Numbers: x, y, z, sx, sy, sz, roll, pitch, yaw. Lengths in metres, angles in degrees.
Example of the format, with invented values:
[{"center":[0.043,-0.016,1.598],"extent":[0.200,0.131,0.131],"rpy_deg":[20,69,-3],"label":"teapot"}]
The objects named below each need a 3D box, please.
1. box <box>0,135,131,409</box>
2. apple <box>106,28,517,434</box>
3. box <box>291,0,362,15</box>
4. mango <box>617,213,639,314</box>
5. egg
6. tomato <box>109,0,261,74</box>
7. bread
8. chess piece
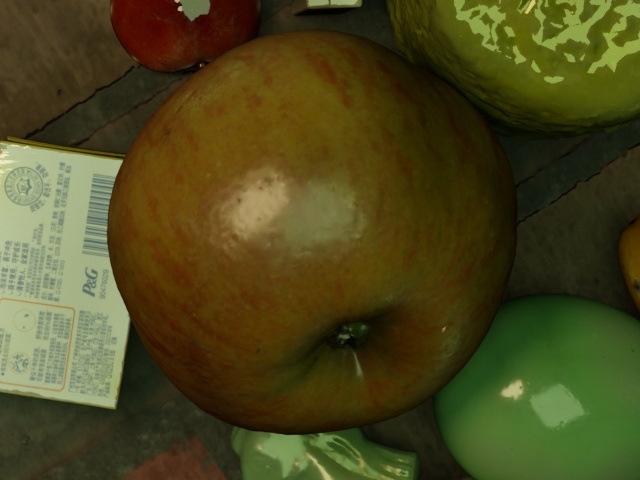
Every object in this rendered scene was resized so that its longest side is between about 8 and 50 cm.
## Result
[{"center":[-0.270,0.031,1.823],"extent":[0.168,0.097,0.265],"rpy_deg":[7,93,-3],"label":"box"},{"center":[0.000,0.000,1.682],"extent":[0.400,0.333,0.400],"rpy_deg":[-21,134,-23],"label":"apple"},{"center":[0.002,-0.334,1.788],"extent":[0.058,0.141,0.201],"rpy_deg":[-4,96,-7],"label":"box"},{"center":[0.448,0.051,1.831],"extent":[0.290,0.160,0.191],"rpy_deg":[15,102,0],"label":"mango"},{"center":[0.249,0.166,1.794],"extent":[0.270,0.220,0.220],"rpy_deg":[9,94,-2],"label":"egg"},{"center":[-0.142,-0.241,1.813],"extent":[0.159,0.091,0.139],"rpy_deg":[-8,93,0],"label":"tomato"},{"center":[0.246,-0.263,1.720],"extent":[0.348,0.308,0.348],"rpy_deg":[-1,96,-6],"label":"bread"},{"center":[0.033,0.277,1.844],"extent":[0.298,0.176,0.176],"rpy_deg":[28,93,9],"label":"chess piece"}]
